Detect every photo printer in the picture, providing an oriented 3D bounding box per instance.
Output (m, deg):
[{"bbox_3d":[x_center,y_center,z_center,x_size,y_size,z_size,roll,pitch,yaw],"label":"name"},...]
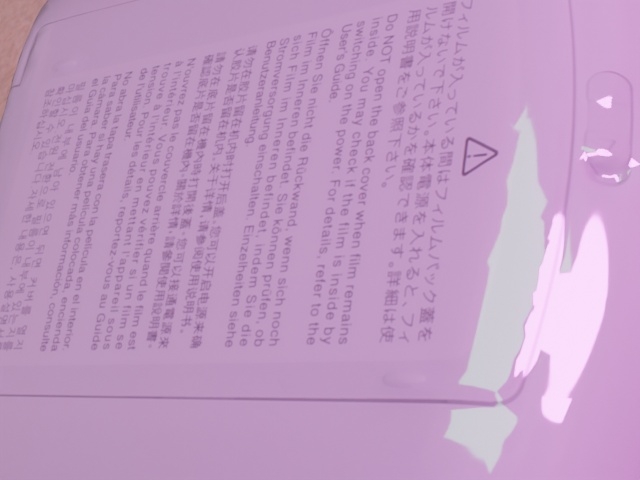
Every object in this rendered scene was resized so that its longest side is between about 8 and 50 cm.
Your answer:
[{"bbox_3d":[0.000,0.000,0.446,0.308,0.107,0.256,-6,67,36],"label":"photo printer"}]
